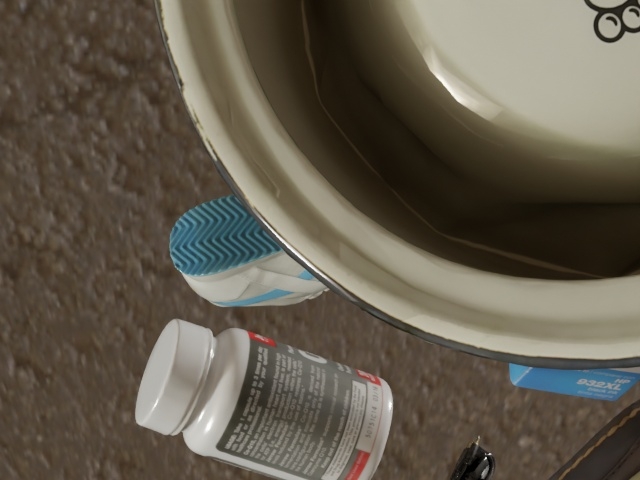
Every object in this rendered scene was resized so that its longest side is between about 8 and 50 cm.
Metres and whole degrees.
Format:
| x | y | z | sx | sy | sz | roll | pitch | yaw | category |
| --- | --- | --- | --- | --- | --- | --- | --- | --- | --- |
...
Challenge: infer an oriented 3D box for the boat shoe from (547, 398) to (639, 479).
| x | y | z | sx | sy | sz | roll | pitch | yaw | category |
| --- | --- | --- | --- | --- | --- | --- | --- | --- | --- |
| 0.037 | 0.193 | 0.671 | 0.355 | 0.132 | 0.130 | -46 | 48 | 0 | boat shoe |

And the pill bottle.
| x | y | z | sx | sy | sz | roll | pitch | yaw | category |
| --- | --- | --- | --- | --- | --- | --- | --- | --- | --- |
| -0.070 | 0.202 | 1.851 | 0.283 | 0.161 | 0.161 | 21 | 59 | -16 | pill bottle |

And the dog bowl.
| x | y | z | sx | sy | sz | roll | pitch | yaw | category |
| --- | --- | --- | --- | --- | --- | --- | --- | --- | --- |
| 0.132 | -0.146 | 0.713 | 0.407 | 0.150 | 0.408 | -1 | 87 | 16 | dog bowl |

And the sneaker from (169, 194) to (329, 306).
| x | y | z | sx | sy | sz | roll | pitch | yaw | category |
| --- | --- | --- | --- | --- | --- | --- | --- | --- | --- |
| 0.000 | 0.000 | 1.213 | 0.228 | 0.092 | 0.087 | -7 | 64 | 9 | sneaker |

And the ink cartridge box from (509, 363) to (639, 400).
| x | y | z | sx | sy | sz | roll | pitch | yaw | category |
| --- | --- | --- | --- | --- | --- | --- | --- | --- | --- |
| 0.300 | -0.011 | 1.483 | 0.129 | 0.307 | 0.223 | 12 | 56 | -15 | ink cartridge box |

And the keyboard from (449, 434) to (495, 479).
| x | y | z | sx | sy | sz | roll | pitch | yaw | category |
| --- | --- | --- | --- | --- | --- | --- | --- | --- | --- |
| 0.073 | 0.276 | 1.184 | 0.033 | 0.202 | 0.317 | 25 | 43 | 11 | keyboard |
